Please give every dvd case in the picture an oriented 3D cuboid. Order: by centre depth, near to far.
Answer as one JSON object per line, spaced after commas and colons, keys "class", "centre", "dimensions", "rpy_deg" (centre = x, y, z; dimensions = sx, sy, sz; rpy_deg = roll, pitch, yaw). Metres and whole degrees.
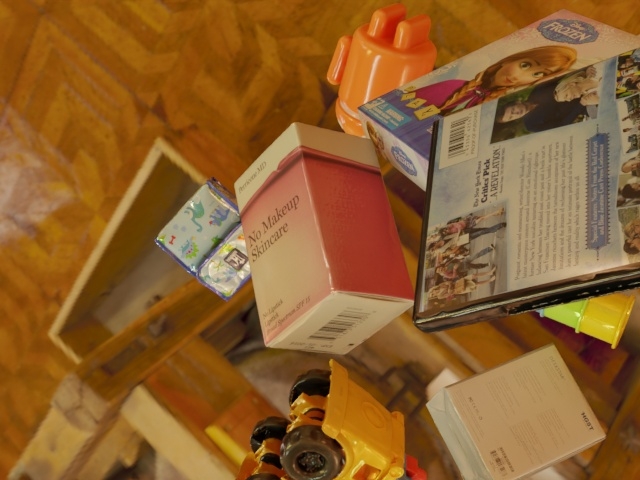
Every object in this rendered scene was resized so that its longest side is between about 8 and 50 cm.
{"class": "dvd case", "centre": [0.176, -0.042, 0.681], "dimensions": [0.253, 0.180, 0.022], "rpy_deg": [-16, 140, 36]}

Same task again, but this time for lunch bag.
{"class": "lunch bag", "centre": [-0.155, -0.001, 1.578], "dimensions": [0.151, 0.096, 0.129], "rpy_deg": [43, 97, -7]}

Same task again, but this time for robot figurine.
{"class": "robot figurine", "centre": [0.095, -0.231, 1.514], "dimensions": [0.158, 0.128, 0.220], "rpy_deg": [9, 123, -10]}

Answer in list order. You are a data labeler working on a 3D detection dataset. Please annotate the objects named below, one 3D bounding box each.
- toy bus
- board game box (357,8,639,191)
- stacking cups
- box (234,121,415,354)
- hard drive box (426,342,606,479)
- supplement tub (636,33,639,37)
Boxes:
{"class": "toy bus", "centre": [0.020, 0.296, 1.330], "dimensions": [0.211, 0.149, 0.220], "rpy_deg": [34, 116, -15]}
{"class": "board game box", "centre": [0.248, -0.152, 1.220], "dimensions": [0.319, 0.317, 0.066], "rpy_deg": [47, 160, 57]}
{"class": "stacking cups", "centre": [0.353, 0.077, 1.714], "dimensions": [0.316, 0.096, 0.096], "rpy_deg": [22, 121, 18]}
{"class": "box", "centre": [0.000, 0.000, 1.240], "dimensions": [0.148, 0.126, 0.232], "rpy_deg": [-41, 51, 41]}
{"class": "hard drive box", "centre": [0.321, 0.296, 1.700], "dimensions": [0.181, 0.232, 0.089], "rpy_deg": [64, 154, 20]}
{"class": "supplement tub", "centre": [0.518, -0.254, 1.674], "dimensions": [0.144, 0.144, 0.199], "rpy_deg": [58, 154, -4]}
